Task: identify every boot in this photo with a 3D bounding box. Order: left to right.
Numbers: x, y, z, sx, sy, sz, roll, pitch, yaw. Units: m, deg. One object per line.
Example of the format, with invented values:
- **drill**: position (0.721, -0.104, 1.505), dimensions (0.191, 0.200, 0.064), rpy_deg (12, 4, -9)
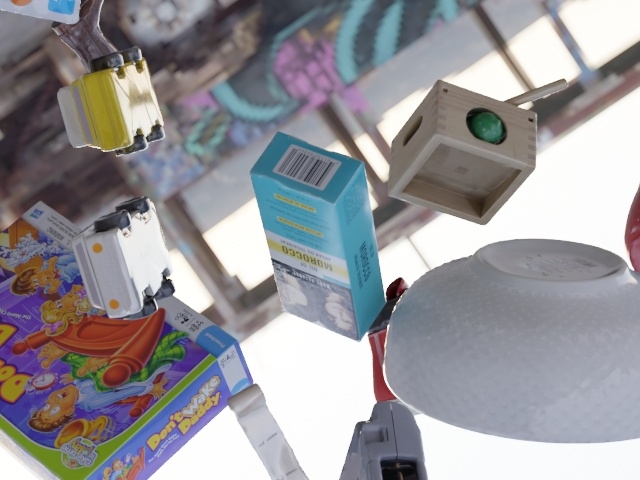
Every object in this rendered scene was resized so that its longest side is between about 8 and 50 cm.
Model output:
- **boot**: position (-0.268, -0.257, 2.135), dimensions (0.106, 0.114, 0.037), rpy_deg (-47, -147, -14)
- **boot**: position (0.162, 0.125, 2.185), dimensions (0.244, 0.176, 0.088), rpy_deg (-7, 172, -35)

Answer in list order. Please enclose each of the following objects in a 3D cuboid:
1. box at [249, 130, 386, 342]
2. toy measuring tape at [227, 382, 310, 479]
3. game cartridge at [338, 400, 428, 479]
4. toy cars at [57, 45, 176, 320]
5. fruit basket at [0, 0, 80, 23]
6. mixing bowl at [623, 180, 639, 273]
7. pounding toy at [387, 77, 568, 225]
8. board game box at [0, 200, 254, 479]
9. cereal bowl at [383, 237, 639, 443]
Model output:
- **box**: position (0.000, 0.000, 1.738), dimensions (0.060, 0.100, 0.244), rpy_deg (-56, 154, -28)
- **toy measuring tape**: position (0.010, 0.294, 1.697), dimensions (0.121, 0.330, 0.121), rpy_deg (-26, -170, 5)
- **game cartridge**: position (0.052, 0.303, 1.363), dimensions (0.198, 0.062, 0.297), rpy_deg (98, -11, -46)
- **toy cars**: position (-0.211, -0.058, 1.697), dimensions (0.087, 0.176, 0.394), rpy_deg (-15, -131, 8)
- **fruit basket**: position (-0.287, -0.365, 1.475), dimensions (0.165, 0.327, 0.353), rpy_deg (11, -176, 34)
- **mixing bowl**: position (0.439, 0.003, 2.089), dimensions (0.098, 0.181, 0.181), rpy_deg (-42, -171, -32)
- **pounding toy**: position (0.156, -0.102, 1.695), dimensions (0.141, 0.130, 0.100), rpy_deg (127, -25, -49)
- **board game box**: position (-0.276, 0.125, 1.861), dimensions (0.347, 0.078, 0.233), rpy_deg (32, -116, 35)
- **cereal bowl**: position (0.233, 0.085, 1.785), dimensions (0.339, 0.141, 0.339), rpy_deg (1, -164, 0)
